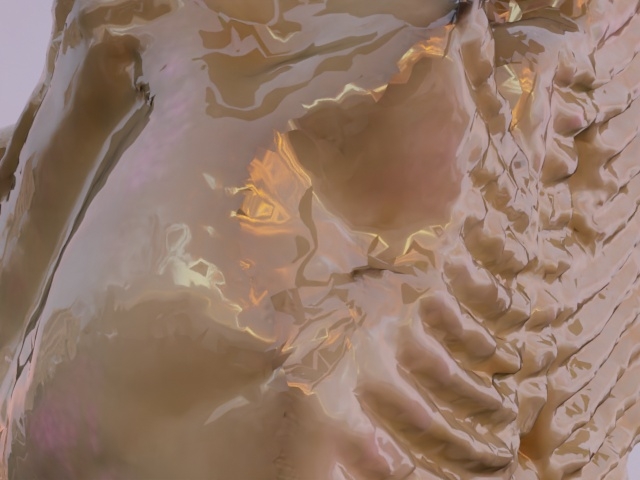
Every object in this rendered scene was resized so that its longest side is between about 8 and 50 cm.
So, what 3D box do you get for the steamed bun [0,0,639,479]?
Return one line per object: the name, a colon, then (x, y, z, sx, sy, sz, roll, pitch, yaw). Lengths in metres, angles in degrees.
steamed bun: (0.000, 0.000, 0.470, 0.206, 0.275, 0.320, 7, 13, 33)
